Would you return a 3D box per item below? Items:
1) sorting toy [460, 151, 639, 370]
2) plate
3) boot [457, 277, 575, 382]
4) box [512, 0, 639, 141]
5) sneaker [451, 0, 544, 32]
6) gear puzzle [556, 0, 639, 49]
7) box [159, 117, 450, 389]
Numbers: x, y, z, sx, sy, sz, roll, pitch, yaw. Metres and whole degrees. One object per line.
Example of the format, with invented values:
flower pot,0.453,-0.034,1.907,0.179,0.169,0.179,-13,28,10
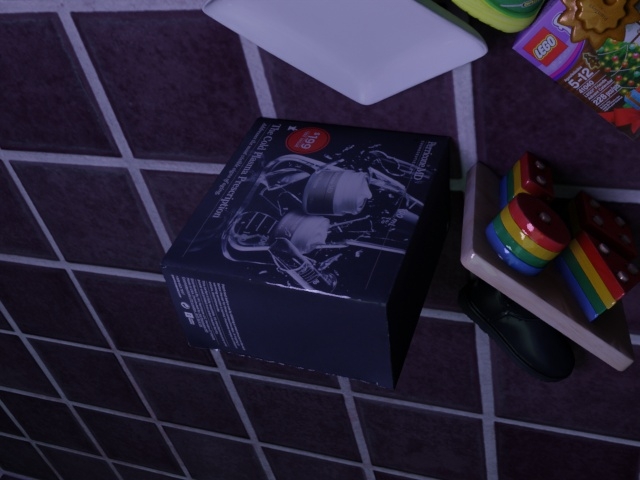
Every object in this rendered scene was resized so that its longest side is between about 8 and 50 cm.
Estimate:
sorting toy,0.321,0.004,1.027,0.257,0.255,0.089,33,123,-9
plate,0.025,-0.275,0.946,0.277,0.045,0.277,25,163,-25
boot,0.367,0.115,1.226,0.246,0.094,0.207,40,141,-7
box,0.387,-0.263,0.851,0.200,0.057,0.293,34,138,-9
sneaker,0.140,-0.339,0.840,0.295,0.109,0.124,17,124,-29
gear puzzle,0.255,-0.350,0.739,0.175,0.044,0.339,-5,114,13
box,0.000,0.000,1.106,0.312,0.343,0.179,9,136,18
